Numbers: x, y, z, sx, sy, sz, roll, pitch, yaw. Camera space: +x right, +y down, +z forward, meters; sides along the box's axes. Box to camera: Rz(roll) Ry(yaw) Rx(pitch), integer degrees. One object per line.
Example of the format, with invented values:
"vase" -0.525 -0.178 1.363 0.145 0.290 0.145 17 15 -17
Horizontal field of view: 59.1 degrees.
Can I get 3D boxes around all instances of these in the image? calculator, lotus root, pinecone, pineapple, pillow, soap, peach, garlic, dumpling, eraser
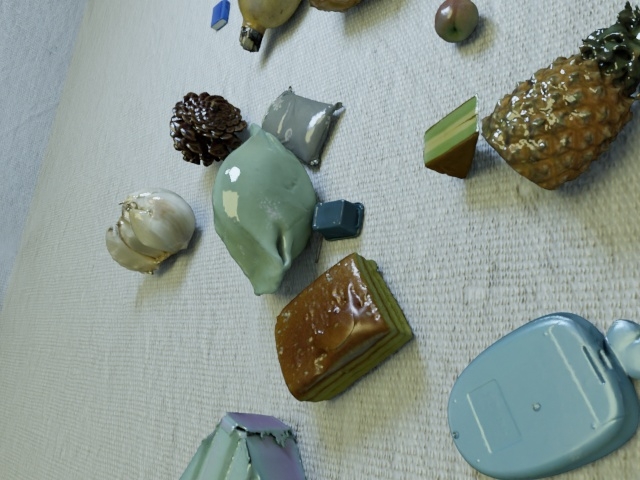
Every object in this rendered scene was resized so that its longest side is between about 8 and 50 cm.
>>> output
"calculator" 0.295 0.201 0.742 0.302 0.042 0.188 -42 46 30
"lotus root" -0.137 -0.648 1.484 0.183 0.182 0.310 45 112 47
"pinecone" -0.301 -0.284 1.483 0.207 0.207 0.208 -21 59 39
"pineapple" 0.385 -0.221 0.750 0.340 0.169 0.169 -44 46 21
"pillow" -0.061 -0.277 1.315 0.255 0.059 0.169 31 93 49
"soap" -0.162 0.544 0.986 0.261 0.156 0.447 15 84 49
"peach" 0.247 -0.404 1.029 0.083 0.083 0.083 -21 59 39
"garlic" -0.461 -0.048 1.533 0.281 0.203 0.185 -25 37 42
"dumpling" -0.107 -0.055 1.177 0.211 0.270 0.321 9 54 26
"eraser" -0.320 -0.721 1.803 0.063 0.027 0.085 -18 60 39

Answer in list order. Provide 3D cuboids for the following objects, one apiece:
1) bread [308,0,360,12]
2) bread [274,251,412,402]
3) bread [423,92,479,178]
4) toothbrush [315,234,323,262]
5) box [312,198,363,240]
"bread" 0.048 -0.611 1.228 0.239 0.239 0.139 -13 83 43
"bread" 0.025 0.156 0.994 0.234 0.110 0.184 -44 46 25
"bread" 0.237 -0.162 0.898 0.139 0.084 0.074 145 133 -59
"toothbrush" 0.000 0.000 1.166 0.008 0.006 0.097 -10 66 57
"box" 0.031 -0.043 1.117 0.099 0.054 0.074 -7 70 44
